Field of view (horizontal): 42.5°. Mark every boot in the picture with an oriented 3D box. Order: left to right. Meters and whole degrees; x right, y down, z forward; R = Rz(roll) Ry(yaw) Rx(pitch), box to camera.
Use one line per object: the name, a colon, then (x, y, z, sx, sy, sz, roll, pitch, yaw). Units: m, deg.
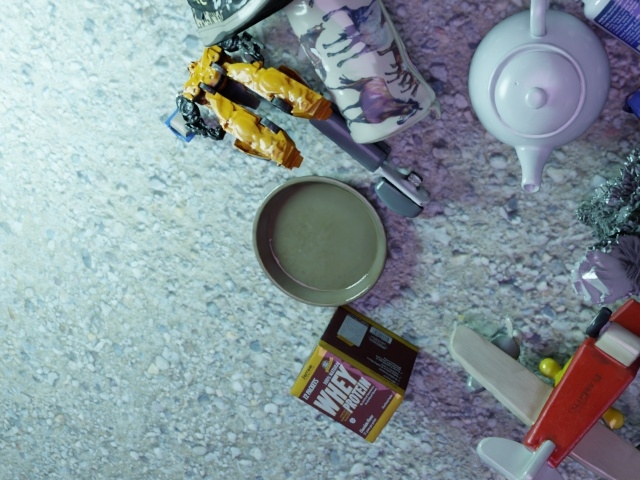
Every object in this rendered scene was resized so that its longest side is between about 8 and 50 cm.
boot: (-0.163, -0.480, 1.310, 0.138, 0.377, 0.284, -34, 104, -20)

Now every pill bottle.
pill bottle: (0.487, -0.381, 1.313, 0.187, 0.112, 0.112, 35, 115, 0)

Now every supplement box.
supplement box: (0.071, 0.257, 1.629, 0.191, 0.194, 0.129, 31, 116, 3)

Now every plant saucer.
plant saucer: (0.000, 0.000, 1.637, 0.278, 0.041, 0.278, 5, 112, 13)

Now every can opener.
can opener: (0.090, -0.148, 1.535, 0.280, 0.074, 0.093, 42, 116, -2)

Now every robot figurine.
robot figurine: (-0.131, -0.254, 1.497, 0.291, 0.085, 0.211, 34, 95, 27)

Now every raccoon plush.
raccoon plush: (0.455, -0.012, 1.301, 0.216, 0.446, 0.299, 66, 151, 12)

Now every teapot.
teapot: (0.357, -0.260, 1.354, 0.256, 0.187, 0.252, 45, 116, -3)

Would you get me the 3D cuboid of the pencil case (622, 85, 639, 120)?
pencil case: (0.626, -0.292, 1.304, 0.119, 0.133, 0.306, 49, 116, 22)

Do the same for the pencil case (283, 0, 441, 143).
pencil case: (0.054, -0.366, 1.416, 0.183, 0.160, 0.410, -21, 103, 35)

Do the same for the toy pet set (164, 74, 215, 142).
toy pet set: (-0.238, -0.247, 1.612, 0.122, 0.065, 0.114, 40, 81, -5)

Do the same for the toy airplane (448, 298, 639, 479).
toy airplane: (0.451, 0.320, 1.505, 0.384, 0.272, 0.386, -9, 75, 6)
